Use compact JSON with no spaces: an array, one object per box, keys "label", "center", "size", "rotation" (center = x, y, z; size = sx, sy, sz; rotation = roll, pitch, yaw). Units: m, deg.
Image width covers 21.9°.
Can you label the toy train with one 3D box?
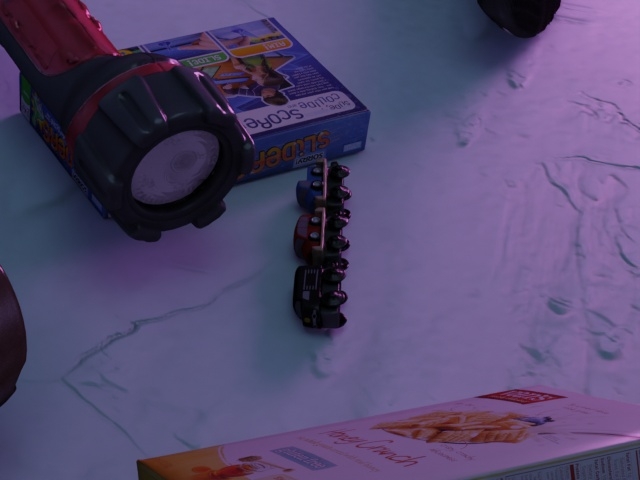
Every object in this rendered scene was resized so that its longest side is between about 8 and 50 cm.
[{"label":"toy train","center":[0.000,0.000,1.043],"size":[0.036,0.027,0.158],"rotation":[-2,38,4]}]

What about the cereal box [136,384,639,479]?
[{"label":"cereal box","center":[0.047,0.118,0.814],"size":[0.240,0.047,0.173],"rotation":[-9,5,-21]}]

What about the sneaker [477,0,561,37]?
[{"label":"sneaker","center":[0.123,-0.247,1.335],"size":[0.163,0.106,0.281],"rotation":[14,27,15]}]

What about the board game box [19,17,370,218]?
[{"label":"board game box","center":[-0.086,-0.089,1.131],"size":[0.201,0.035,0.136],"rotation":[-16,44,-28]}]

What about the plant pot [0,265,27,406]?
[{"label":"plant pot","center":[-0.243,0.067,0.815],"size":[0.167,0.167,0.165],"rotation":[26,33,21]}]

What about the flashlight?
[{"label":"flashlight","center":[-0.155,-0.128,1.049],"size":[0.103,0.103,0.304],"rotation":[-38,54,0]}]
